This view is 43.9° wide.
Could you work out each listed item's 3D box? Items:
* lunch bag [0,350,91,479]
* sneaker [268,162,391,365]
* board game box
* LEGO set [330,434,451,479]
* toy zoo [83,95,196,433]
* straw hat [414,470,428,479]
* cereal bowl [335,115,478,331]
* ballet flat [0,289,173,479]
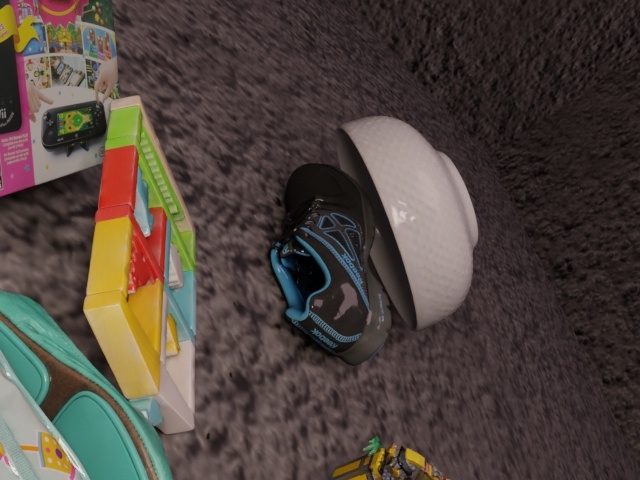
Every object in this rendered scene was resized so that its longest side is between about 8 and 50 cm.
[{"bbox_3d":[-0.250,0.113,0.421,0.279,0.108,0.224,57,22,5],"label":"lunch bag"},{"bbox_3d":[0.000,0.000,1.083,0.139,0.125,0.341,30,30,-38],"label":"sneaker"},{"bbox_3d":[-0.264,-0.200,0.643,0.224,0.097,0.303,-46,137,-68],"label":"board game box"},{"bbox_3d":[0.143,0.344,0.760,0.331,0.192,0.255,57,31,-4],"label":"LEGO set"},{"bbox_3d":[-0.151,0.036,0.707,0.192,0.030,0.293,76,5,-47],"label":"toy zoo"},{"bbox_3d":[0.132,0.347,0.936,0.061,0.144,0.144,-22,75,-25],"label":"straw hat"},{"bbox_3d":[0.145,-0.039,1.228,0.339,0.141,0.339,159,-90,-85],"label":"cereal bowl"},{"bbox_3d":[-0.169,0.118,0.554,0.247,0.083,0.087,41,10,18],"label":"ballet flat"}]
